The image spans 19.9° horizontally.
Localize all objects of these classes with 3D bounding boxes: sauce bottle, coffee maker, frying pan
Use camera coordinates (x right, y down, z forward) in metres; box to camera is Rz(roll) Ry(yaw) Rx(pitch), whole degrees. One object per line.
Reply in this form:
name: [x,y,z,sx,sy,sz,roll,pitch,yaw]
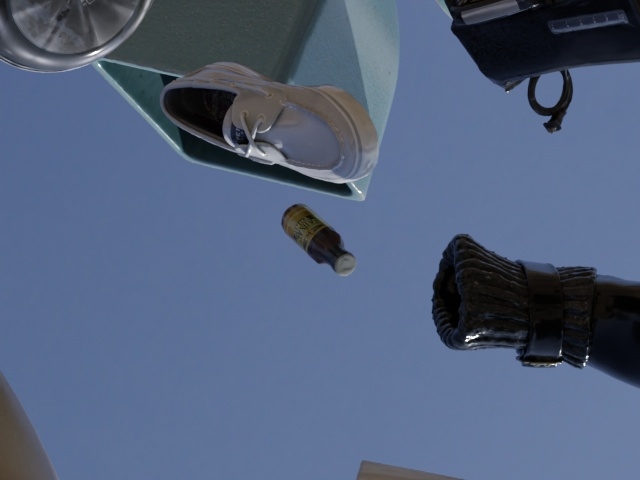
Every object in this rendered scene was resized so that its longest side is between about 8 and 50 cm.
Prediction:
sauce bottle: [0.000,0.000,1.940,0.042,0.042,0.128,1,-159,-28]
coffee maker: [0.196,-0.170,1.292,0.171,0.178,0.120,39,-114,-33]
frying pan: [-0.173,-0.260,1.669,0.326,0.197,0.053,-22,-142,-19]

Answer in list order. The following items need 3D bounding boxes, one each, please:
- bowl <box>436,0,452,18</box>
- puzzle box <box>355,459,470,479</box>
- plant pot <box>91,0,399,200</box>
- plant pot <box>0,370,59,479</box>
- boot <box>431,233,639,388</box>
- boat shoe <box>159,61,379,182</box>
bowl: [0.231,-0.320,1.563,0.163,0.311,0.311,13,-155,43]
puzzle box: [0.234,0.271,1.604,0.272,0.409,0.052,20,-100,-24]
plant pot: [-0.053,-0.225,1.947,0.247,0.248,0.252,13,-109,30]
plant pot: [-0.308,0.181,1.360,0.256,0.256,0.274,6,-137,-23]
boot: [0.269,0.082,1.887,0.260,0.348,0.131,16,-95,-13]
boat shoe: [-0.038,-0.079,1.207,0.063,0.066,0.184,-18,-146,-36]
